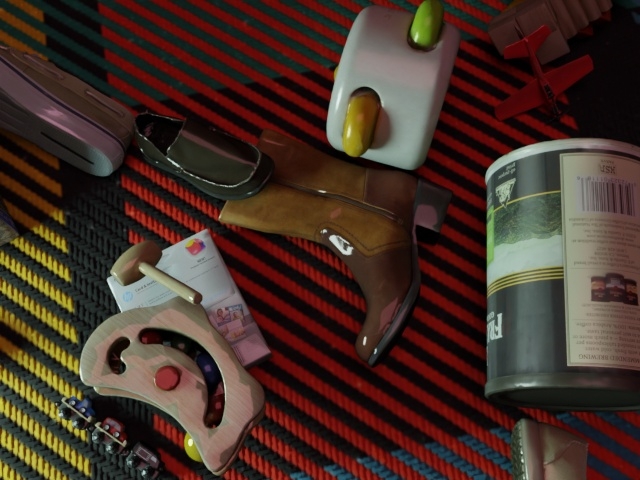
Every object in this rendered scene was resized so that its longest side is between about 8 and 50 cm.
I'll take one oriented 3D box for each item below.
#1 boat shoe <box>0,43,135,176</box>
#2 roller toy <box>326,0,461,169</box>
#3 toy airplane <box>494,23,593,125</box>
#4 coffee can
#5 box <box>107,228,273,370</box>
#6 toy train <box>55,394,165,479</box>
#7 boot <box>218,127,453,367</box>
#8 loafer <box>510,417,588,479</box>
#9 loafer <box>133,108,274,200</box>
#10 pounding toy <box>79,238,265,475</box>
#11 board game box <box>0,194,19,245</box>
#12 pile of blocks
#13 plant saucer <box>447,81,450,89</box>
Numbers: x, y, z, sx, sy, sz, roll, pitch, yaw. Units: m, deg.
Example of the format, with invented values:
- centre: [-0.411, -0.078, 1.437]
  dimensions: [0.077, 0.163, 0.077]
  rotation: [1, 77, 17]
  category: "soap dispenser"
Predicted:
- centre: [-0.389, -0.199, 0.966]
  dimensions: [0.302, 0.109, 0.094]
  rotation: [35, 54, -19]
  category: "boat shoe"
- centre: [0.087, -0.195, 0.935]
  dimensions: [0.146, 0.191, 0.209]
  rotation: [16, 89, 6]
  category: "roller toy"
- centre: [0.300, -0.228, 0.989]
  dimensions: [0.151, 0.028, 0.151]
  rotation: [-2, 112, -4]
  category: "toy airplane"
- centre: [0.294, 0.049, 0.842]
  dimensions: [0.201, 0.201, 0.275]
  rotation: [4, 71, 2]
  category: "coffee can"
- centre: [-0.166, 0.098, 0.921]
  dimensions: [0.145, 0.038, 0.186]
  rotation: [-28, 74, -9]
  category: "box"
- centre: [-0.255, 0.235, 0.881]
  dimensions: [0.158, 0.027, 0.036]
  rotation: [31, 71, 11]
  category: "toy train"
- centre: [0.000, 0.000, 0.923]
  dimensions: [0.280, 0.096, 0.264]
  rotation: [18, 76, 9]
  category: "boot"
- centre: [0.271, 0.332, 0.799]
  dimensions: [0.092, 0.102, 0.268]
  rotation: [-4, 70, 6]
  category: "loafer"
- centre: [-0.164, -0.115, 0.947]
  dimensions: [0.220, 0.078, 0.080]
  rotation: [17, 74, 24]
  category: "loafer"
- centre: [-0.180, 0.136, 0.805]
  dimensions: [0.154, 0.155, 0.269]
  rotation: [-36, 75, -15]
  category: "pounding toy"
- centre: [-0.539, -0.126, 0.903]
  dimensions: [0.141, 0.232, 0.291]
  rotation: [-29, 74, -9]
  category: "board game box"
- centre: [0.389, -0.376, 1.051]
  dimensions: [0.362, 0.149, 0.112]
  rotation: [-41, 118, -2]
  category: "pile of blocks"
- centre: [0.146, -0.236, 1.040]
  dimensions: [0.083, 0.015, 0.083]
  rotation: [0, 72, 1]
  category: "plant saucer"
